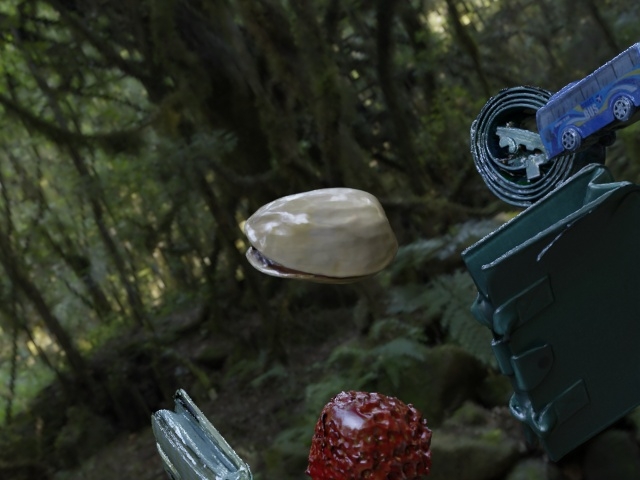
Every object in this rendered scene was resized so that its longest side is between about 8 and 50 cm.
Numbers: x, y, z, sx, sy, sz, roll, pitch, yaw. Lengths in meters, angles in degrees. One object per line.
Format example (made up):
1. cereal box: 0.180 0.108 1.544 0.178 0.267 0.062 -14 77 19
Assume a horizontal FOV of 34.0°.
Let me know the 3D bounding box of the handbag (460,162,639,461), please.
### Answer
1. handbag: 0.309 0.091 1.244 0.238 0.326 0.089 -34 35 -13

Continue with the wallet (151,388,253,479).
1. wallet: -0.191 0.405 1.757 0.077 0.223 0.309 -38 -27 -26

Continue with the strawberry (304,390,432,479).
1. strawberry: 0.057 0.327 1.679 0.234 0.234 0.178 -30 -40 1

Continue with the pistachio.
1. pistachio: 0.000 0.000 1.569 0.229 0.157 0.157 -1 -10 -5

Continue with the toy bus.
1. toy bus: 0.391 -0.188 1.419 0.079 0.094 0.236 -9 -13 -29

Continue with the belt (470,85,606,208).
1. belt: 0.375 -0.165 1.838 0.116 0.267 0.206 8 -68 -39
